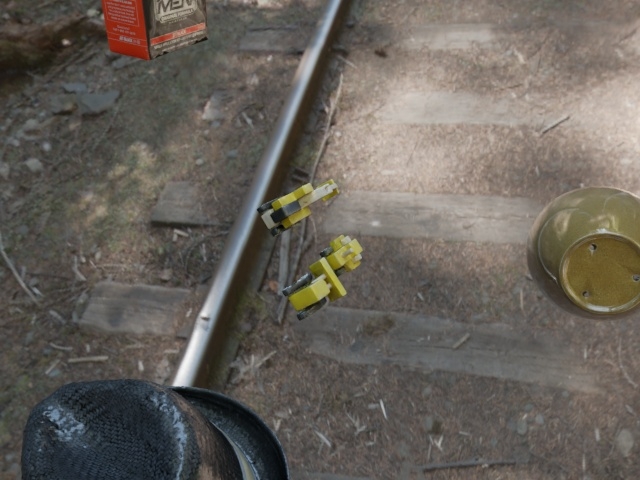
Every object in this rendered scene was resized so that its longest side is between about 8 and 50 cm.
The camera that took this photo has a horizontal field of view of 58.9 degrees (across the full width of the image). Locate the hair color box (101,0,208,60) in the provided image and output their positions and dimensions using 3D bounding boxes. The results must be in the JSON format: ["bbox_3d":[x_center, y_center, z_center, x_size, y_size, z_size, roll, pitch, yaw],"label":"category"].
[{"bbox_3d":[-0.123,-0.211,0.408,0.043,0.141,0.072,19,39,23],"label":"hair color box"}]

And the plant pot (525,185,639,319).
[{"bbox_3d":[0.445,0.031,0.901,0.237,0.254,0.237,2,96,23],"label":"plant pot"}]

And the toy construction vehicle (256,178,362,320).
[{"bbox_3d":[0.000,0.000,0.414,0.098,0.035,0.086,-28,88,-55],"label":"toy construction vehicle"}]

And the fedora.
[{"bbox_3d":[-0.201,0.240,0.588,0.334,0.152,0.334,-8,36,6],"label":"fedora"}]
